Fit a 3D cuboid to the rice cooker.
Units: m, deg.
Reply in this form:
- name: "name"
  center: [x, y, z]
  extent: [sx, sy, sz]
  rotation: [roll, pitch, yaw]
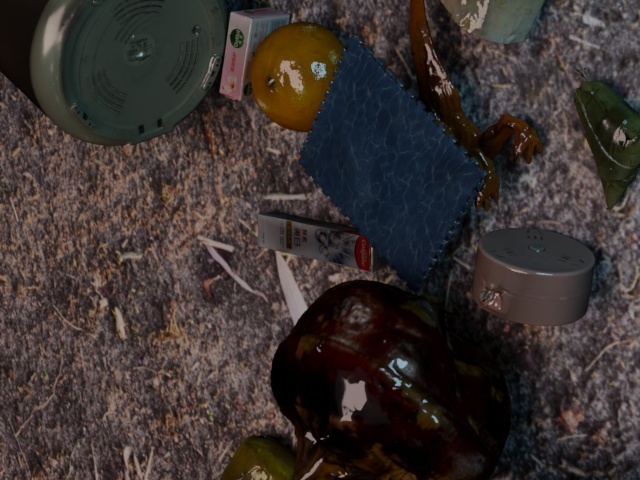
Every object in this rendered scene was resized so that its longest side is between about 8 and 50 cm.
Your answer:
- name: "rice cooker"
  center: [-0.326, -0.331, 1.984]
  extent: [0.325, 0.335, 0.335]
  rotation: [40, 125, 42]

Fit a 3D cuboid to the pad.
- name: "pad"
  center: [0.086, -0.097, 1.794]
  extent: [0.269, 0.012, 0.270]
  rotation: [48, 143, 20]

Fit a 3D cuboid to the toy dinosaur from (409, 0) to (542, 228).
- name: "toy dinosaur"
  center: [0.180, -0.145, 1.775]
  extent: [0.208, 0.097, 0.432]
  rotation: [23, 116, 40]

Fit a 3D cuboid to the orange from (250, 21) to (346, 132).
- name: "orange"
  center: [-0.029, -0.228, 1.906]
  extent: [0.156, 0.124, 0.156]
  rotation: [9, 105, 36]

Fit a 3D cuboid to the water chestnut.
- name: "water chestnut"
  center: [0.071, 0.239, 1.806]
  extent: [0.335, 0.347, 0.335]
  rotation: [35, 154, 20]

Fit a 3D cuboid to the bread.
- name: "bread"
  center: [-0.138, 0.484, 2.203]
  extent: [0.166, 0.112, 0.383]
  rotation: [44, 126, 23]

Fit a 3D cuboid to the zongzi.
- name: "zongzi"
  center: [0.333, -0.130, 1.678]
  extent: [0.154, 0.062, 0.130]
  rotation: [48, 140, 27]

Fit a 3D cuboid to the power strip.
- name: "power strip"
  center: [0.265, 0.044, 1.711]
  extent: [0.154, 0.154, 0.078]
  rotation: [23, 117, 34]

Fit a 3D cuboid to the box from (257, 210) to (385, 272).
- name: "box"
  center: [0.000, 0.000, 2.000]
  extent: [0.218, 0.039, 0.055]
  rotation: [11, 108, 37]

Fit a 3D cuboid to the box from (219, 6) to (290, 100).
- name: "box"
  center: [-0.095, -0.271, 1.973]
  extent: [0.043, 0.089, 0.125]
  rotation: [25, 116, 33]

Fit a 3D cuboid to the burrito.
- name: "burrito"
  center: [0.235, -0.391, 1.642]
  extent: [0.143, 0.105, 0.299]
  rotation: [25, 119, 18]
